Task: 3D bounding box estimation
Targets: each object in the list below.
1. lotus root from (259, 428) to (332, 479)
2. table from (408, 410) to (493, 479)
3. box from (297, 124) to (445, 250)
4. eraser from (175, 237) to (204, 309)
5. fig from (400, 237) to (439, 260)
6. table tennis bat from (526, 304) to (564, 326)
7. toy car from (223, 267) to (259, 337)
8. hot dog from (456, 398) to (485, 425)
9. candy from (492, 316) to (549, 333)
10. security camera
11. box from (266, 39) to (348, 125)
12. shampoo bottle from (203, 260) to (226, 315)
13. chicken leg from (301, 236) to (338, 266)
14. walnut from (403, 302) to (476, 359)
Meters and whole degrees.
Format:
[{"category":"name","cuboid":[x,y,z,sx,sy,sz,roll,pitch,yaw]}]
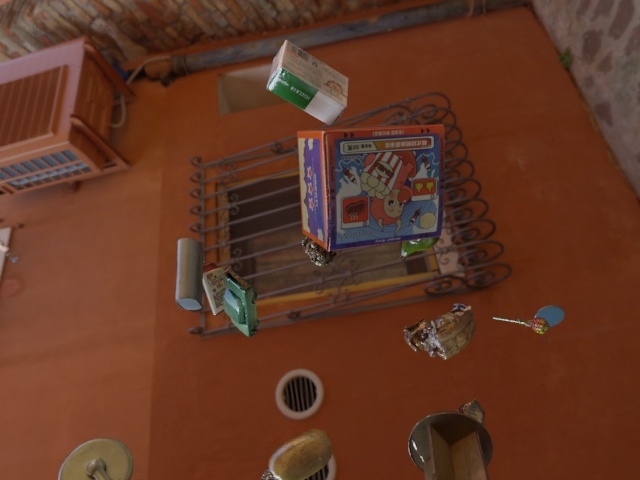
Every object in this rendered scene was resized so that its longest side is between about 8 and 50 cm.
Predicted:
[{"category":"lotus root","cuboid":[-0.103,0.939,2.013,0.169,0.343,0.151,67,159,-2]},{"category":"table","cuboid":[0.248,0.451,0.858,0.226,0.167,0.167,-60,-43,-72]},{"category":"box","cuboid":[0.137,-0.161,1.326,0.257,0.349,0.318,-143,50,-66]},{"category":"eraser","cuboid":[-0.478,0.126,1.720,0.174,0.081,0.226,99,168,-67]},{"category":"fig","cuboid":[0.403,-0.024,2.066,0.203,0.235,0.203,29,-152,-17]},{"category":"table tennis bat","cuboid":[0.899,0.312,1.891,0.100,0.155,0.019,58,-162,-22]},{"category":"toy car","cuboid":[-0.323,0.256,1.868,0.141,0.097,0.320,34,142,28]},{"category":"hot dog","cuboid":[0.415,0.537,1.329,0.270,0.082,0.162,63,-140,-59]},{"category":"candy","cuboid":[0.761,0.312,1.792,0.060,0.201,0.060,-16,-71,-57]},{"category":"security camera","cuboid":[-0.463,0.562,1.044,0.301,0.157,0.080,39,139,25]},{"category":"box","cuboid":[-0.029,-0.400,1.199,0.081,0.199,0.135,-46,28,43]},{"category":"shampoo bottle","cuboid":[-0.483,0.179,2.117,0.284,0.153,0.071,59,166,-1]},{"category":"chicken leg","cuboid":[-0.006,0.000,1.638,0.080,0.125,0.196,-38,60,47]},{"category":"walnut","cuboid":[0.410,0.302,1.532,0.141,0.204,0.238,62,151,-2]}]
